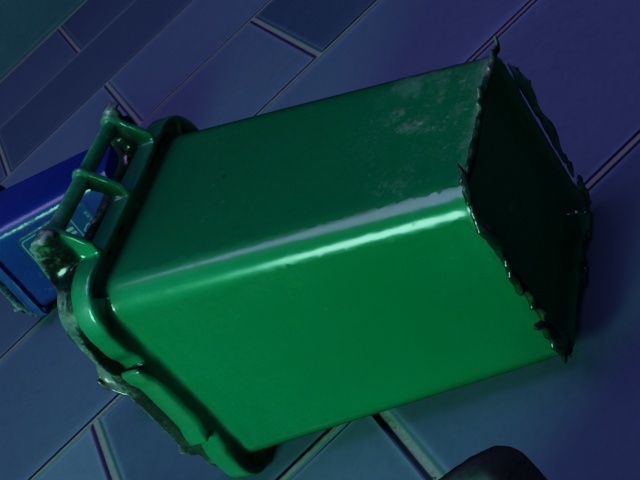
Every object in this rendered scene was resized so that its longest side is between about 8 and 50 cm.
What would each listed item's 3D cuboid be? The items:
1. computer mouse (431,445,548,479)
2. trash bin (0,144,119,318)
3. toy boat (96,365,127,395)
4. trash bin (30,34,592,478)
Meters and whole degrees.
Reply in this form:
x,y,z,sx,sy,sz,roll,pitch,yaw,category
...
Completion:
x,y,z,sx,sy,sz,roll,pitch,yaw,category
0.117,0.257,0.559,0.188,0.122,0.371,-47,40,8,computer mouse
-0.341,-0.029,1.552,0.234,0.162,0.184,-29,31,15,trash bin
-0.130,0.049,1.265,0.206,0.096,0.282,-23,21,21,toy boat
0.000,0.000,0.938,0.381,0.295,0.259,-18,37,30,trash bin
